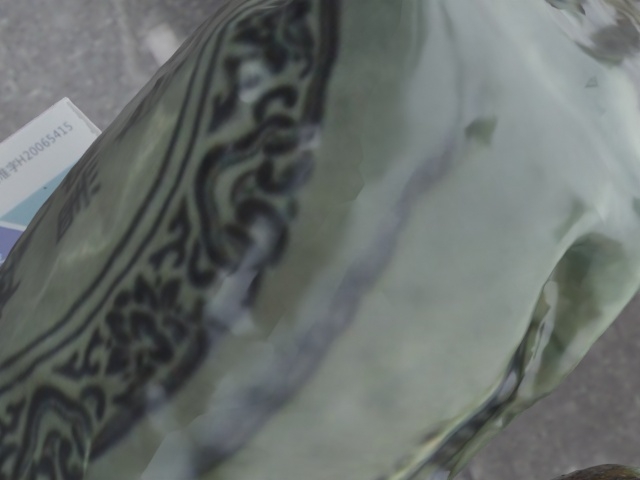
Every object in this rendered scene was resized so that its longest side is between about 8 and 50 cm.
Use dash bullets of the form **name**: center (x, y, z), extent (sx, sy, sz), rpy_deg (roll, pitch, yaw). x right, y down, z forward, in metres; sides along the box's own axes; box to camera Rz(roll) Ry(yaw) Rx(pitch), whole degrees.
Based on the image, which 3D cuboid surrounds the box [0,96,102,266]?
- **box**: center (-0.208, 0.079, 1.006), extent (0.200, 0.065, 0.343), rpy_deg (45, 53, 3)

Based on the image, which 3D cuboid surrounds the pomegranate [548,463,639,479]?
- **pomegranate**: center (0.115, 0.159, 0.623), extent (0.220, 0.156, 0.156), rpy_deg (99, -24, -76)

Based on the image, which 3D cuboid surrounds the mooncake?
- **mooncake**: center (-0.004, -0.003, 0.518), extent (0.136, 0.250, 0.254), rpy_deg (39, 17, -8)
